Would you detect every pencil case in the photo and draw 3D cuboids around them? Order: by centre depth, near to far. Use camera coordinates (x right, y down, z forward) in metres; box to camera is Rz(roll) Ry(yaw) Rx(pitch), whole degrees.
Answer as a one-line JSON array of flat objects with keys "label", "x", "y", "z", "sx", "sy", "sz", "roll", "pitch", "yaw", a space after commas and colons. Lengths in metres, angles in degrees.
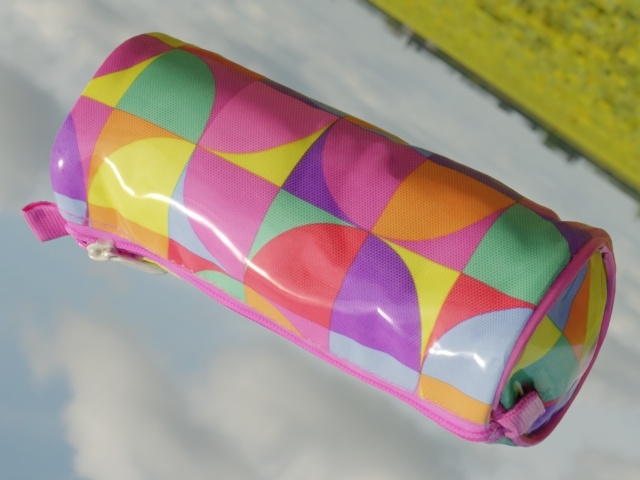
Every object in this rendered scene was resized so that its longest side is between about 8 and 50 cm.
[{"label": "pencil case", "x": 0.000, "y": 0.000, "z": 0.758, "sx": 0.236, "sy": 0.104, "sz": 0.104, "roll": 23, "pitch": -179, "yaw": 26}]
